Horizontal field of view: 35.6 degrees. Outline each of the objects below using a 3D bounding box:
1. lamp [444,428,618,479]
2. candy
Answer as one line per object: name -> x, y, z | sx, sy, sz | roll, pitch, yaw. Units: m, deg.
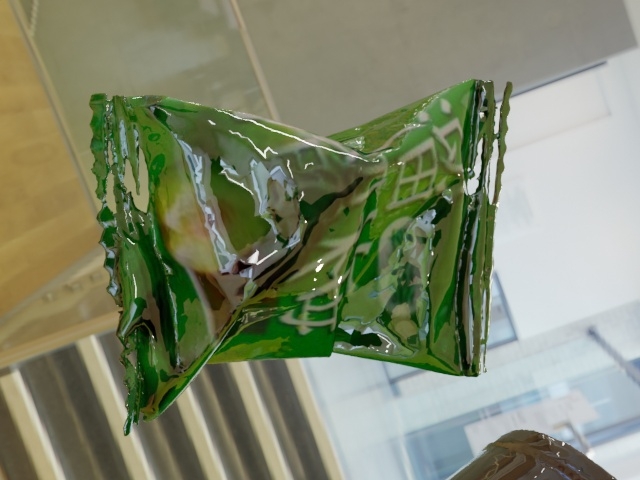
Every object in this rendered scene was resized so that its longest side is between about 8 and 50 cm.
lamp -> 0.096, 0.264, 0.627 | 0.205, 0.272, 0.374 | 56, -4, 11
candy -> -0.002, -0.003, 0.448 | 0.078, 0.203, 0.141 | 38, -54, 56
